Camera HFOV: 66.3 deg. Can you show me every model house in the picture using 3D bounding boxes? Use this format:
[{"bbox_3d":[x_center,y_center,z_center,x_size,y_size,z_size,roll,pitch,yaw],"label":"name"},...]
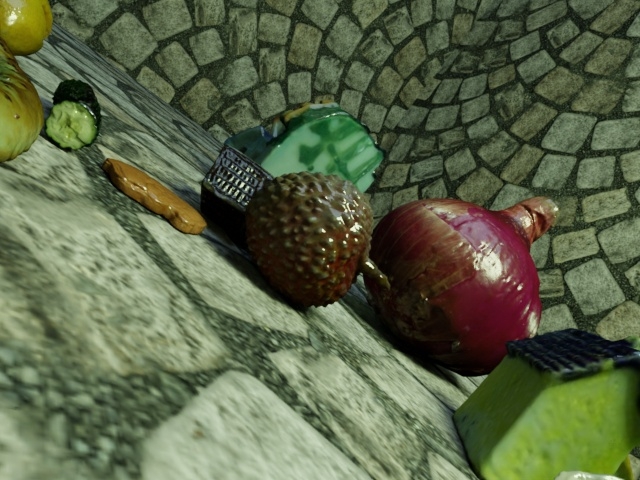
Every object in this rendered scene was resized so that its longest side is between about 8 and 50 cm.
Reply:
[{"bbox_3d":[-0.076,-0.197,1.109,0.252,0.295,0.329,39,5,-39],"label":"model house"},{"bbox_3d":[0.286,0.197,0.560,0.170,0.211,0.194,36,3,8],"label":"model house"},{"bbox_3d":[-0.100,-0.054,0.699,0.165,0.106,0.152,33,3,-7],"label":"model house"}]

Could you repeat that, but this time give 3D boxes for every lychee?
[{"bbox_3d":[0.000,0.000,0.594,0.197,0.165,0.165,23,2,11],"label":"lychee"}]

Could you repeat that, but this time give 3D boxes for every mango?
[{"bbox_3d":[-0.473,-0.353,0.689,0.262,0.130,0.167,44,9,17],"label":"mango"}]

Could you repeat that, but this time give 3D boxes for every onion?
[{"bbox_3d":[0.276,0.049,0.895,0.348,0.385,0.348,52,-3,4],"label":"onion"}]

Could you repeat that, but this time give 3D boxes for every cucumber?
[{"bbox_3d":[-0.282,-0.148,0.568,0.058,0.058,0.187,35,6,-34],"label":"cucumber"}]

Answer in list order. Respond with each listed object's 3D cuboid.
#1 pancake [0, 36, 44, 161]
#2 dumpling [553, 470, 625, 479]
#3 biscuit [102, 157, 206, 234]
[{"bbox_3d":[-0.305,-0.144,0.368,0.197,0.054,0.376,35,4,-27],"label":"pancake"},{"bbox_3d":[0.200,0.230,0.299,0.188,0.108,0.127,51,28,-12],"label":"dumpling"},{"bbox_3d":[-0.187,-0.052,0.562,0.130,0.019,0.102,36,4,-10],"label":"biscuit"}]
